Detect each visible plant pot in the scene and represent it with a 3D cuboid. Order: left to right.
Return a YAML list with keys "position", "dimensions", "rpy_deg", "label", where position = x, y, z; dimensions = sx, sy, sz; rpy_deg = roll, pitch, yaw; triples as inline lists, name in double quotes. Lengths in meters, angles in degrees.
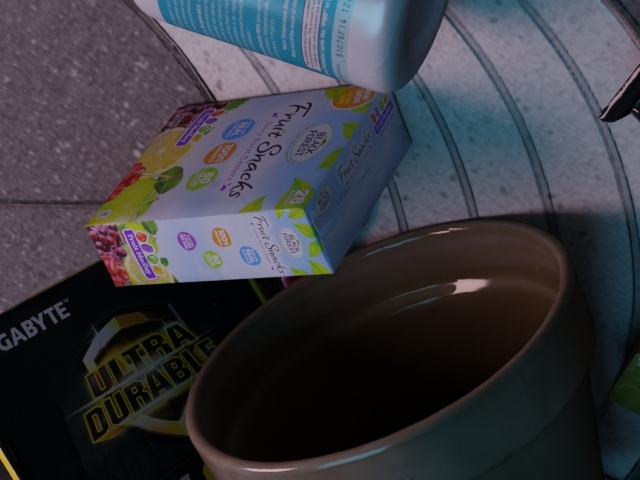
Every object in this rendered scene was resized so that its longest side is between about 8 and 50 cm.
- position: [0.097, 0.184, 1.445]
  dimensions: [0.323, 0.323, 0.280]
  rpy_deg: [-11, 117, 35]
  label: "plant pot"

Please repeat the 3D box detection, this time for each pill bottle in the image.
- position: [-0.042, -0.212, 1.342]
  dimensions: [0.264, 0.146, 0.146]
  rpy_deg: [19, 132, 14]
  label: "pill bottle"

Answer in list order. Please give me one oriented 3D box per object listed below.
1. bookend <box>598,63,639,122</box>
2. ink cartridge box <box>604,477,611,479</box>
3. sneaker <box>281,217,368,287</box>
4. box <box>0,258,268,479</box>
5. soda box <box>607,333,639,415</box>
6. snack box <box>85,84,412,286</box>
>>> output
- position: [0.301, -0.091, 1.265]
  dimensions: [0.156, 0.072, 0.157]
  rpy_deg: [49, 136, 14]
  label: "bookend"
- position: [0.177, 0.237, 1.627]
  dimensions: [0.150, 0.063, 0.109]
  rpy_deg: [25, 133, 10]
  label: "ink cartridge box"
- position: [0.000, 0.000, 1.546]
  dimensions: [0.047, 0.057, 0.119]
  rpy_deg: [34, 133, 4]
  label: "sneaker"
- position: [-0.149, 0.142, 1.517]
  dimensions: [0.079, 0.322, 0.257]
  rpy_deg: [-31, 89, 44]
  label: "box"
- position: [0.326, 0.136, 1.469]
  dimensions: [0.181, 0.058, 0.061]
  rpy_deg: [30, 134, 6]
  label: "soda box"
- position: [-0.055, -0.045, 1.459]
  dimensions: [0.207, 0.174, 0.070]
  rpy_deg: [-4, 126, 30]
  label: "snack box"
